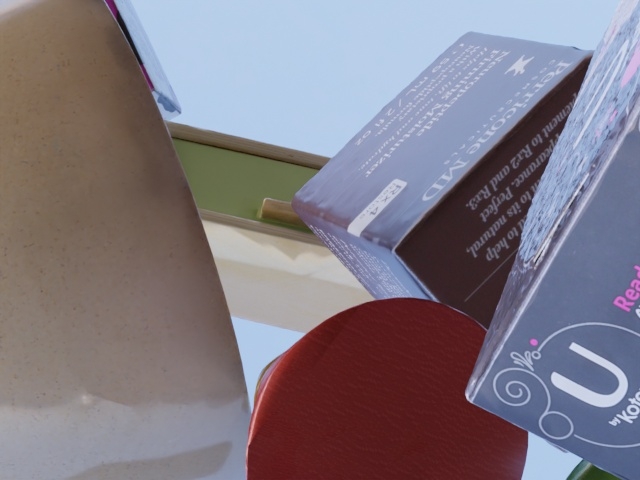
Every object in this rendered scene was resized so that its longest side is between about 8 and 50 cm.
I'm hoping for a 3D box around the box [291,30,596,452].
[{"bbox_3d":[0.118,-0.008,1.200,0.168,0.203,0.167,-44,-72,-7],"label":"box"}]

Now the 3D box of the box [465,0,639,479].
[{"bbox_3d":[0.163,-0.040,0.675,0.142,0.163,0.247,25,-143,1],"label":"box"}]

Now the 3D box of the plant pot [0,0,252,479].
[{"bbox_3d":[-0.171,0.028,0.961,0.191,0.284,0.284,-20,-113,-15],"label":"plant pot"}]

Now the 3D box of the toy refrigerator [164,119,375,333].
[{"bbox_3d":[0.000,0.000,1.413,0.269,0.094,0.102,13,-140,2],"label":"toy refrigerator"}]

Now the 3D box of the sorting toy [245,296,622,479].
[{"bbox_3d":[0.107,0.118,0.880,0.365,0.126,0.127,24,-91,-26],"label":"sorting toy"}]

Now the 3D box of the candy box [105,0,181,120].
[{"bbox_3d":[-0.243,-0.114,1.487,0.233,0.071,0.159,-29,-108,7],"label":"candy box"}]
